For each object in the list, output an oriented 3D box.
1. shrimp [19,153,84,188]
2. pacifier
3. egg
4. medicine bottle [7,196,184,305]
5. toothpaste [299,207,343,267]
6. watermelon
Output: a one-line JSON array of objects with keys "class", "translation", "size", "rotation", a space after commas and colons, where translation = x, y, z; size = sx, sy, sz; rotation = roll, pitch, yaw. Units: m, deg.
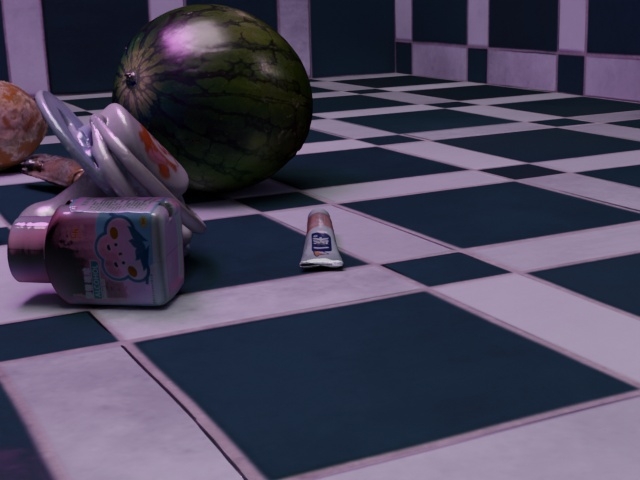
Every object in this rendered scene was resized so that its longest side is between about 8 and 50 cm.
[{"class": "shrimp", "translation": [-0.414, -0.121, 1.907], "size": [0.317, 0.062, 0.164], "rotation": [12, 14, 29]}, {"class": "pacifier", "translation": [-0.298, -0.048, 1.364], "size": [0.233, 0.299, 0.244], "rotation": [-38, 44, 6]}, {"class": "egg", "translation": [-0.667, -0.232, 2.111], "size": [0.233, 0.195, 0.195], "rotation": [1, 8, -45]}, {"class": "medicine bottle", "translation": [-0.261, 0.010, 1.219], "size": [0.188, 0.119, 0.094], "rotation": [1, 15, 8]}, {"class": "toothpaste", "translation": [0.000, 0.000, 1.420], "size": [0.056, 0.036, 0.205], "rotation": [-2, 18, 0]}, {"class": "watermelon", "translation": [-0.191, -0.246, 1.823], "size": [0.363, 0.363, 0.363], "rotation": [-1, 14, 0]}]
